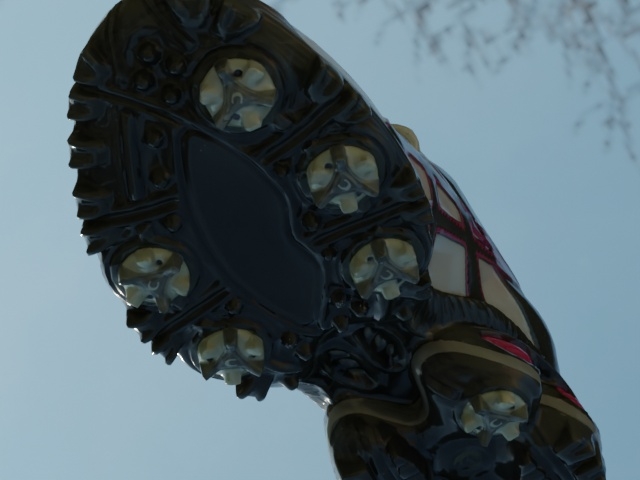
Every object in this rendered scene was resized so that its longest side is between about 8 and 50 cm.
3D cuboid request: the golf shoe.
[{"bbox_3d":[0.000,0.000,0.682,0.105,0.273,0.120,-26,-139,14],"label":"golf shoe"}]
